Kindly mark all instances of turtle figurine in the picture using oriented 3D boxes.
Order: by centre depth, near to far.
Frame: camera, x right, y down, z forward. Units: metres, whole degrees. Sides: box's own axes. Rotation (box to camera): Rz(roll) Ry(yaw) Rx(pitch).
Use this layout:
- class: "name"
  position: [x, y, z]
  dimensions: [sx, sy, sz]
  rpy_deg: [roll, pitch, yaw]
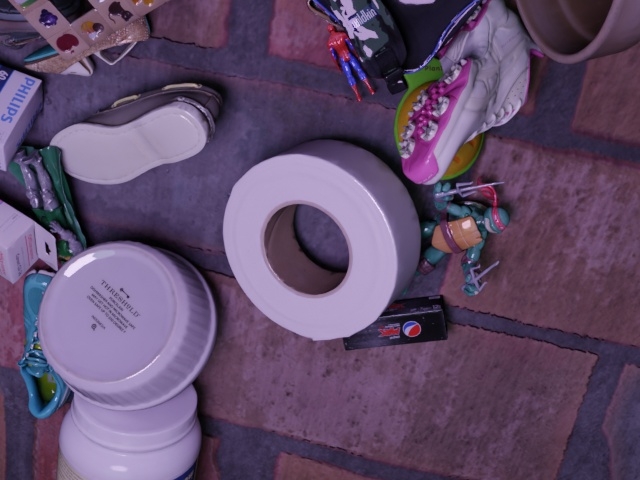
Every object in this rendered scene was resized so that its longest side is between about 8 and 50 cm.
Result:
- class: "turtle figurine"
  position: [0.195, -0.003, 1.133]
  dimensions: [0.234, 0.118, 0.175]
  rpy_deg: [-22, 94, 33]

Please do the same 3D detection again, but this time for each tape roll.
- class: "tape roll"
  position: [0.000, 0.000, 1.123]
  dimensions: [0.286, 0.100, 0.286]
  rpy_deg: [10, 114, 25]

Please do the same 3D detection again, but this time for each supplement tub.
- class: "supplement tub"
  position: [-0.332, 0.395, 1.316]
  dimensions: [0.236, 0.235, 0.324]
  rpy_deg: [14, 115, 2]

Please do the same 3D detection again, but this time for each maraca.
- class: "maraca"
  position: [0.167, -0.177, 1.075]
  dimensions: [0.127, 0.099, 0.185]
  rpy_deg: [0, 89, -5]

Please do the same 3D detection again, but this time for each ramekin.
- class: "ramekin"
  position: [-0.305, 0.124, 1.178]
  dimensions: [0.273, 0.127, 0.272]
  rpy_deg: [-2, 73, 6]

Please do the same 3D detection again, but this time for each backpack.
- class: "backpack"
  position: [0.090, -0.373, 0.930]
  dimensions: [0.263, 0.213, 0.276]
  rpy_deg: [38, 116, -8]

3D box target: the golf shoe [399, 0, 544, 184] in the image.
- class: "golf shoe"
  position: [0.204, -0.183, 0.978]
  dimensions: [0.140, 0.306, 0.115]
  rpy_deg: [34, 156, -17]

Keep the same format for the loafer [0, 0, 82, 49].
- class: "loafer"
  position: [-0.464, -0.319, 1.118]
  dimensions: [0.268, 0.096, 0.084]
  rpy_deg: [6, 134, 13]

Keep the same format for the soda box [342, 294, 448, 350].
- class: "soda box"
  position: [0.118, 0.133, 1.236]
  dimensions: [0.169, 0.053, 0.060]
  rpy_deg: [-7, 113, 12]

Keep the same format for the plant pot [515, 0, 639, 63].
- class: "plant pot"
  position: [0.394, -0.381, 0.862]
  dimensions: [0.281, 0.323, 0.322]
  rpy_deg: [-10, 112, -6]

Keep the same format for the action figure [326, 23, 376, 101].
- class: "action figure"
  position: [0.039, -0.257, 1.093]
  dimensions: [0.038, 0.030, 0.115]
  rpy_deg: [-26, 102, 12]

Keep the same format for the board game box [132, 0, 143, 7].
- class: "board game box"
  position: [-0.268, -0.488, 0.975]
  dimensions: [0.291, 0.141, 0.232]
  rpy_deg: [37, 113, -9]

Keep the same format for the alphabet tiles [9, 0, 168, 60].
- class: "alphabet tiles"
  position: [-0.275, -0.342, 0.912]
  dimensions: [0.237, 0.009, 0.198]
  rpy_deg: [-26, 136, 12]

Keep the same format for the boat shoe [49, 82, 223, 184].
- class: "boat shoe"
  position: [-0.276, -0.160, 1.141]
  dimensions: [0.305, 0.091, 0.109]
  rpy_deg: [-8, 128, 31]

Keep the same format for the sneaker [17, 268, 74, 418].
- class: "sneaker"
  position: [-0.465, 0.181, 1.312]
  dimensions: [0.107, 0.110, 0.275]
  rpy_deg: [5, 113, 6]

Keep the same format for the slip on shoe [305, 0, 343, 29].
- class: "slip on shoe"
  position: [0.044, -0.314, 1.060]
  dimensions: [0.136, 0.041, 0.051]
  rpy_deg: [24, 114, -2]

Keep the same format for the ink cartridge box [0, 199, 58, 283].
- class: "ink cartridge box"
  position: [-0.520, -0.009, 1.218]
  dimensions: [0.198, 0.067, 0.115]
  rpy_deg: [31, 146, 6]

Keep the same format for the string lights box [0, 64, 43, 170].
- class: "string lights box"
  position: [-0.560, -0.215, 1.119]
  dimensions: [0.260, 0.133, 0.076]
  rpy_deg: [20, 150, -8]

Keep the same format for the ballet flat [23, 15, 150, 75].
- class: "ballet flat"
  position: [-0.338, -0.279, 1.119]
  dimensions: [0.206, 0.073, 0.067]
  rpy_deg: [-19, 123, 19]

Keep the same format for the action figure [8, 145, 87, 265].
- class: "action figure"
  position: [-0.429, -0.037, 1.223]
  dimensions: [0.137, 0.063, 0.232]
  rpy_deg: [10, 129, 34]
